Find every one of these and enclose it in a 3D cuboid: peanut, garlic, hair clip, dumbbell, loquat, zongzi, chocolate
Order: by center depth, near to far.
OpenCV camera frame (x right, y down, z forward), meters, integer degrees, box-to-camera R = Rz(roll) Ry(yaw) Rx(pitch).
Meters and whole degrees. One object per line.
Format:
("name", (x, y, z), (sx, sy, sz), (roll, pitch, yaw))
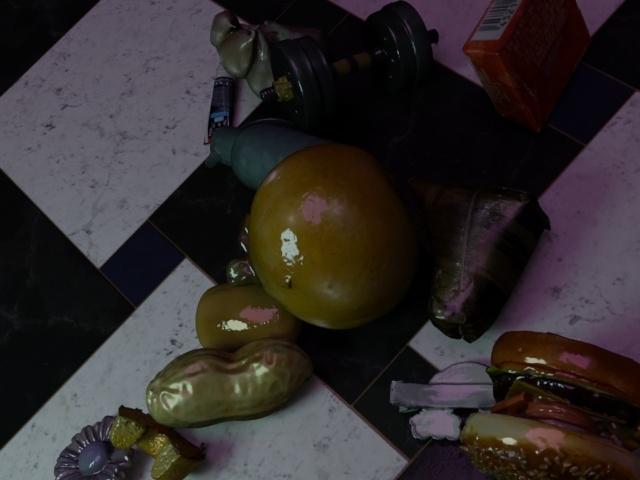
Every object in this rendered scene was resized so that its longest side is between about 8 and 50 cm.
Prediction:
("hair clip", (0.229, 0.267, 1.488), (0.220, 0.054, 0.140), (-2, 58, 17))
("loquat", (0.000, 0.000, 1.549), (0.359, 0.328, 0.328), (-21, 57, 3))
("zongzi", (0.220, 0.017, 1.579), (0.288, 0.134, 0.286), (21, 70, 35))
("peanut", (-0.162, 0.254, 1.584), (0.306, 0.147, 0.147), (-8, 60, 4))
("hair clip", (-0.399, 0.461, 1.612), (0.173, 0.069, 0.300), (-27, 56, 6))
("chocolate", (0.390, -0.365, 1.668), (0.108, 0.235, 0.237), (17, 71, 42))
("dumbbell", (0.060, -0.348, 1.762), (0.388, 0.185, 0.185), (-21, 55, -14))
("garlic", (-0.113, -0.417, 1.883), (0.210, 0.237, 0.292), (-46, 27, 0))

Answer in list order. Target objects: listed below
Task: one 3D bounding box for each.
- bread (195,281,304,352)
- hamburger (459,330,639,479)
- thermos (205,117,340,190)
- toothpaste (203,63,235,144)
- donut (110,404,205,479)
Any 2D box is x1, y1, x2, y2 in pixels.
("bread", (-0.138, 0.137, 1.674), (0.217, 0.098, 0.147), (-6, 57, 17))
("hamburger", (0.354, 0.271, 1.307), (0.291, 0.291, 0.225), (11, 73, 26))
("thermos", (-0.086, -0.173, 1.798), (0.286, 0.145, 0.182), (23, 53, 30))
("toothpaste", (-0.221, -0.302, 1.980), (0.071, 0.045, 0.193), (-9, 65, 27))
("donut", (-0.292, 0.366, 1.586), (0.181, 0.146, 0.078), (28, 87, 15))
